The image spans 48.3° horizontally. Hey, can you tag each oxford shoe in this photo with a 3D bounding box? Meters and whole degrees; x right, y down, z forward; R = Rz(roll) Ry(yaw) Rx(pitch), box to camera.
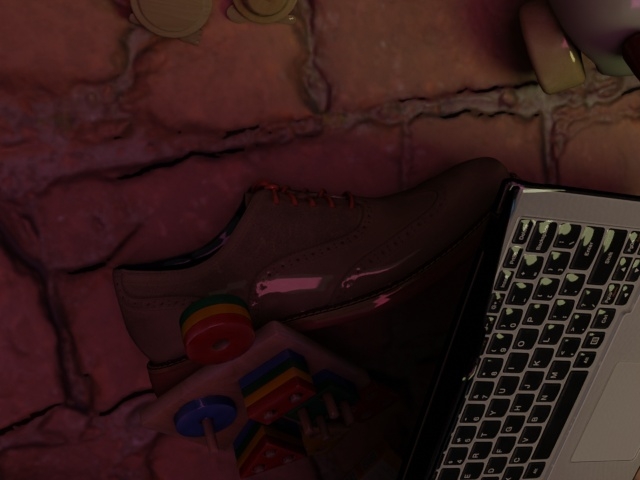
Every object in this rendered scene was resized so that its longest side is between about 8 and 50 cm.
[{"bbox_3d":[0.000,0.000,0.578,0.348,0.123,0.130,-27,99,-7],"label":"oxford shoe"}]

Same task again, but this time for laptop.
[{"bbox_3d":[0.172,0.178,0.515,0.408,0.236,0.381,5,116,-20],"label":"laptop"}]

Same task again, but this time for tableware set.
[{"bbox_3d":[-0.076,-0.228,0.541,0.141,0.020,0.168,-1,129,-12],"label":"tableware set"}]

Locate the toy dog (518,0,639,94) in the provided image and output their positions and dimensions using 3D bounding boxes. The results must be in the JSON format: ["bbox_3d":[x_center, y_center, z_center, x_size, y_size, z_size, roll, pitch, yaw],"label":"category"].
[{"bbox_3d":[0.195,-0.236,0.511,0.334,0.161,0.220,42,121,-19],"label":"toy dog"}]

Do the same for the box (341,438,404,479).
[{"bbox_3d":[0.042,0.265,0.681,0.136,0.028,0.081,-43,105,1],"label":"box"}]

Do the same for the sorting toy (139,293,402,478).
[{"bbox_3d":[-0.036,0.136,0.550,0.132,0.046,0.274,-35,140,15],"label":"sorting toy"}]
